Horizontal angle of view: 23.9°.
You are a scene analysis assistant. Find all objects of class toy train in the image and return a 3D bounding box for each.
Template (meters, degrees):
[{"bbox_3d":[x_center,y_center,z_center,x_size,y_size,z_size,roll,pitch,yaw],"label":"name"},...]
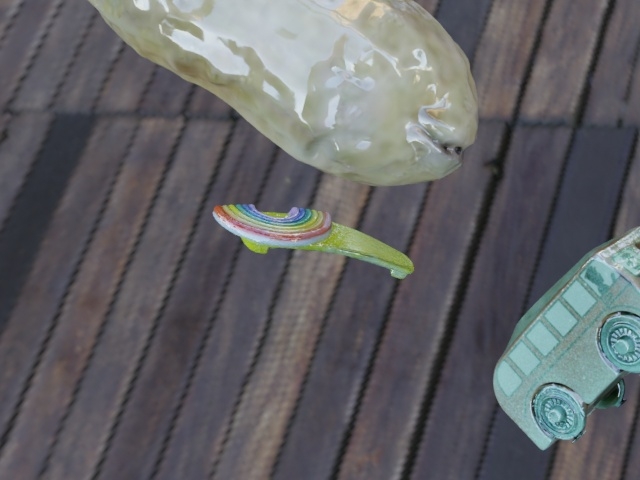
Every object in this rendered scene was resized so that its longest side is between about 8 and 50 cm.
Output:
[{"bbox_3d":[0.330,0.128,1.849,0.129,0.326,0.159,-24,66,-44],"label":"toy train"}]

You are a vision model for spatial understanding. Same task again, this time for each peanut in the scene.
[{"bbox_3d":[-0.028,-0.133,0.945,0.290,0.130,0.130,35,73,1],"label":"peanut"}]

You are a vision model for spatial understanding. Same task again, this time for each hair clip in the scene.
[{"bbox_3d":[0.000,0.000,1.328,0.060,0.188,0.033,-112,39,-57],"label":"hair clip"}]
